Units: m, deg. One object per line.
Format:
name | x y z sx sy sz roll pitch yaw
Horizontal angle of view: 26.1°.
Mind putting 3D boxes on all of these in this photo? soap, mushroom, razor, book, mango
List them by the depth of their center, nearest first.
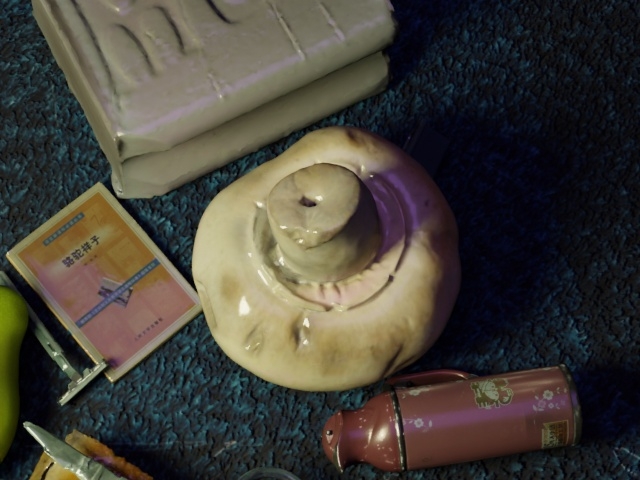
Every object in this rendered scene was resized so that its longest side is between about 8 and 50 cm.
mango | -0.468 0.189 1.785 0.175 0.143 0.293 8 65 8
mushroom | 0.004 0.002 1.789 0.353 0.353 0.325 4 41 0
razor | -0.380 0.119 1.859 0.084 0.036 0.211 -42 73 0
book | -0.294 0.055 1.898 0.170 0.018 0.242 -40 76 -13
soap | -0.152 -0.300 1.927 0.435 0.213 0.350 -23 72 -10

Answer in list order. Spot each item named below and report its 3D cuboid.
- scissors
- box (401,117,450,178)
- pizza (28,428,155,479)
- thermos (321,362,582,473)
scissors | -0.215 0.336 1.682 0.383 0.029 0.256 23 55 -5
box | 0.139 -0.113 1.940 0.054 0.074 0.099 29 72 -6
pizza | -0.202 0.467 1.707 0.406 0.130 0.440 8 62 -8
thermos | 0.163 0.225 1.797 0.330 0.109 0.136 -8 71 -4
